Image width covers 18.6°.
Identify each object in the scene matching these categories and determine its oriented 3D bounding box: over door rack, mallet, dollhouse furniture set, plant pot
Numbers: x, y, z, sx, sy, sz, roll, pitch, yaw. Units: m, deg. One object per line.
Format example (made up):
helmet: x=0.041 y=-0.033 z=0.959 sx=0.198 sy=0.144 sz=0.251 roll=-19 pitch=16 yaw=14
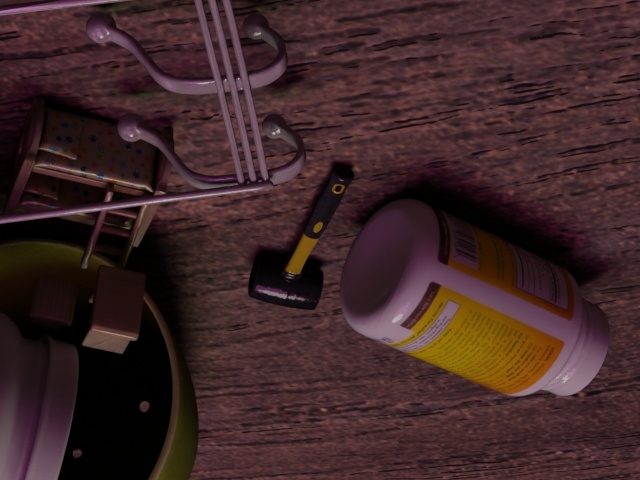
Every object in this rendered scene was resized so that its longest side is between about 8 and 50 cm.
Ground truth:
over door rack: x=-0.184 y=-0.104 z=1.333 sx=0.324 sy=0.108 sz=0.239 roll=-16 pitch=143 yaw=-4
mallet: x=0.000 y=0.000 z=1.598 sx=0.062 sy=0.039 sz=0.189 roll=17 pitch=144 yaw=-17
dollhouse furniture set: x=-0.215 y=-0.018 z=1.469 sx=0.182 sy=0.161 sz=0.101 roll=12 pitch=148 yaw=-15
plant pot: x=-0.217 y=0.168 z=1.721 sx=0.275 sy=0.274 sz=0.293 roll=-2 pitch=165 yaw=12

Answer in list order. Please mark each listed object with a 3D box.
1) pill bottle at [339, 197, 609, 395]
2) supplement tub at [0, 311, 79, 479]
pill bottle: x=0.130 y=0.054 z=1.586 sx=0.215 sy=0.117 sz=0.117 roll=24 pitch=144 yaw=-29
supplement tub: x=-0.335 y=0.125 z=1.456 sx=0.272 sy=0.191 sz=0.191 roll=16 pitch=148 yaw=-15
